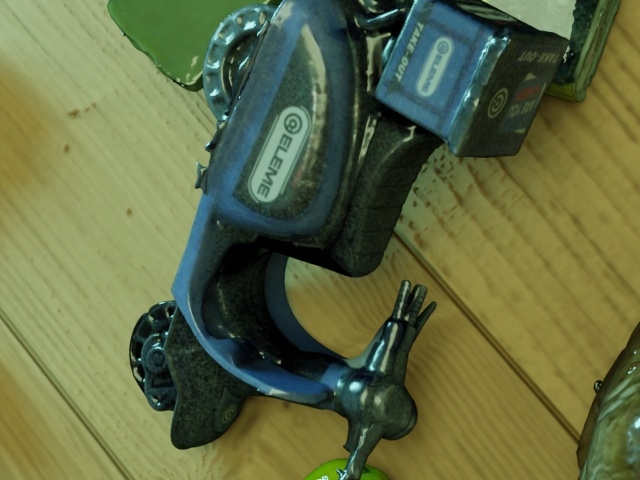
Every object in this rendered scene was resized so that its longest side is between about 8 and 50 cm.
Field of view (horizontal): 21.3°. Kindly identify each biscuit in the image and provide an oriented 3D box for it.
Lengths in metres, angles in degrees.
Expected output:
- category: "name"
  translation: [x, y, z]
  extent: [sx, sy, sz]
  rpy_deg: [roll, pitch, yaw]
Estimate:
- category: "biscuit"
  translation: [-0.008, -0.240, 1.108]
  extent: [0.099, 0.038, 0.322]
  rpy_deg: [43, 94, 13]

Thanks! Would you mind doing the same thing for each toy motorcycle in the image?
- category: "toy motorcycle"
  translation: [0.000, 0.000, 1.075]
  extent: [0.212, 0.125, 0.358]
  rpy_deg: [33, 111, 28]

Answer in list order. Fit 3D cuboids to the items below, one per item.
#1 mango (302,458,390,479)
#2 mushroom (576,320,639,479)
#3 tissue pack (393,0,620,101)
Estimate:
- category: "mango"
  translation: [0.005, 0.192, 1.106]
  extent: [0.073, 0.056, 0.108]
  rpy_deg: [34, 90, 21]
- category: "mushroom"
  translation: [0.218, 0.160, 1.013]
  extent: [0.156, 0.151, 0.285]
  rpy_deg: [1, 81, 15]
- category: "tissue pack"
  translation: [0.081, -0.217, 1.143]
  extent: [0.257, 0.081, 0.185]
  rpy_deg: [19, 88, 16]
